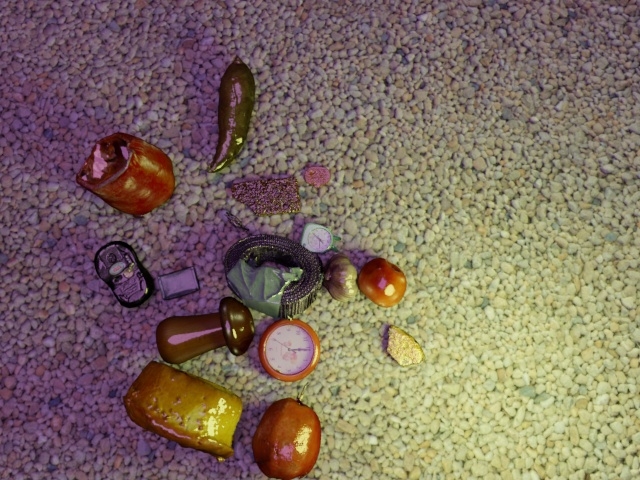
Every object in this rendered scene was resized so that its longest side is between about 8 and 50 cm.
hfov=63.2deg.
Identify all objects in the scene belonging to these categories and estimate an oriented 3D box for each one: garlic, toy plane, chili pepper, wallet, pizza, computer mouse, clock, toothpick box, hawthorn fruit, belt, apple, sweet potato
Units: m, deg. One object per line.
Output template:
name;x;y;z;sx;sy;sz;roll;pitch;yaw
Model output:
garlic;0.059;0.121;1.705;0.102;0.147;0.159;1;63;-22
toy plane;-0.281;-0.054;1.781;0.120;0.049;0.031;45;83;-11
chili pepper;-0.635;-0.225;1.684;0.251;0.305;0.229;-20;75;6
wallet;-0.477;0.146;1.754;0.129;0.026;0.088;-17;85;-4
pizza;0.273;0.355;1.720;0.160;0.036;0.099;42;82;7
computer mouse;-0.647;0.113;1.725;0.137;0.096;0.233;-30;86;-1
clock;0.000;0.000;1.777;0.135;0.041;0.101;14;80;1
toothpick box;-0.358;0.292;1.655;0.294;0.192;0.192;-14;80;4
clock;-0.102;0.359;1.707;0.205;0.051;0.205;0;79;-1
hawthorn fruit;-0.090;0.579;1.603;0.211;0.211;0.299;18;68;2
belt;-0.156;0.107;1.676;0.324;0.122;0.260;21;54;8
apple;0.202;0.135;1.697;0.163;0.163;0.139;36;93;5
sweet potato;-0.307;-0.427;1.811;0.130;0.130;0.423;11;86;1

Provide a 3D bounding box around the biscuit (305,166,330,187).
biscuit;-0.010;-0.222;1.829;0.091;0.015;0.078;4;82;0

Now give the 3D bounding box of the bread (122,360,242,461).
bread;-0.394;0.500;1.541;0.358;0.337;0.204;27;73;-4

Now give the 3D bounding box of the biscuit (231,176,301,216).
biscuit;-0.190;-0.149;1.809;0.236;0.026;0.131;-6;79;-3
